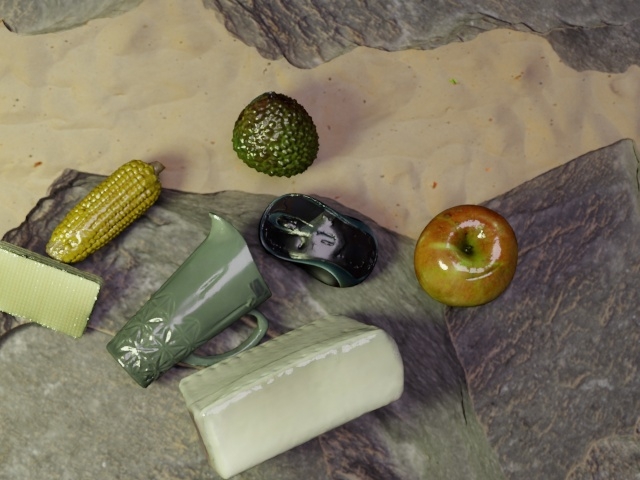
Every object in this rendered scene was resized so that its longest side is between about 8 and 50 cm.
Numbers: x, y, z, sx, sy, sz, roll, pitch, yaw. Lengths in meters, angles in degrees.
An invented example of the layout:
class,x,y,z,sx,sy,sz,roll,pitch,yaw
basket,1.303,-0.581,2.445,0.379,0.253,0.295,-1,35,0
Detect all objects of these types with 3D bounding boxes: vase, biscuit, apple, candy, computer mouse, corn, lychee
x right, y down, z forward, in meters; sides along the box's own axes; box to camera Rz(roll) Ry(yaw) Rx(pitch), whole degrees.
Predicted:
class,x,y,z,sx,sy,sz,roll,pitch,yaw
vase,-0.225,0.132,1.755,0.301,0.156,0.251,-42,114,-11
biscuit,-0.489,0.084,1.729,0.200,0.040,0.121,22,111,-6
apple,0.269,0.034,1.850,0.196,0.196,0.195,2,77,-11
candy,-0.053,0.258,1.711,0.359,0.208,0.145,-22,102,-16
computer mouse,0.000,0.000,1.843,0.233,0.096,0.137,20,75,-7
corn,-0.382,-0.054,1.780,0.262,0.097,0.097,-43,88,-15
lychee,-0.081,-0.190,1.843,0.171,0.171,0.171,2,77,-11
